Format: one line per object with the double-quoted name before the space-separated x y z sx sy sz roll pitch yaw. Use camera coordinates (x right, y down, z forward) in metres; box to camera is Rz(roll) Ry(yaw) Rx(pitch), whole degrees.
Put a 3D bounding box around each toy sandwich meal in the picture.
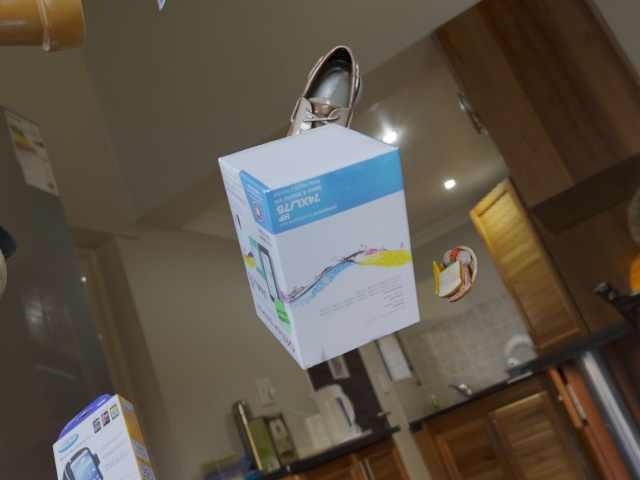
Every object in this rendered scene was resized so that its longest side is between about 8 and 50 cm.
"toy sandwich meal" 0.182 0.045 0.918 0.029 0.086 0.085 20 -38 -28

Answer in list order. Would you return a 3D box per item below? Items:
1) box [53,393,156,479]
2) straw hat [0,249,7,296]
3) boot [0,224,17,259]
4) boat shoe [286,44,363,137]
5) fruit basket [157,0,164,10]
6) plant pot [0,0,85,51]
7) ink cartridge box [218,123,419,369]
"box" -0.200 0.206 0.610 0.081 0.136 0.028 -38 -51 -1
"straw hat" -0.444 0.024 0.834 0.061 0.145 0.144 -18 -13 31
"boot" -0.772 0.008 1.396 0.229 0.263 0.091 -38 6 35
"boat shoe" -0.003 -0.206 1.178 0.123 0.325 0.116 11 -22 5
"fruit basket" -0.208 -0.553 1.019 0.165 0.353 0.327 21 -64 -24
"plant pot" -0.483 -0.376 0.998 0.187 0.205 0.205 -22 -15 -25
"ink cartridge box" 0.000 0.000 0.962 0.197 0.270 0.198 -20 26 -19
